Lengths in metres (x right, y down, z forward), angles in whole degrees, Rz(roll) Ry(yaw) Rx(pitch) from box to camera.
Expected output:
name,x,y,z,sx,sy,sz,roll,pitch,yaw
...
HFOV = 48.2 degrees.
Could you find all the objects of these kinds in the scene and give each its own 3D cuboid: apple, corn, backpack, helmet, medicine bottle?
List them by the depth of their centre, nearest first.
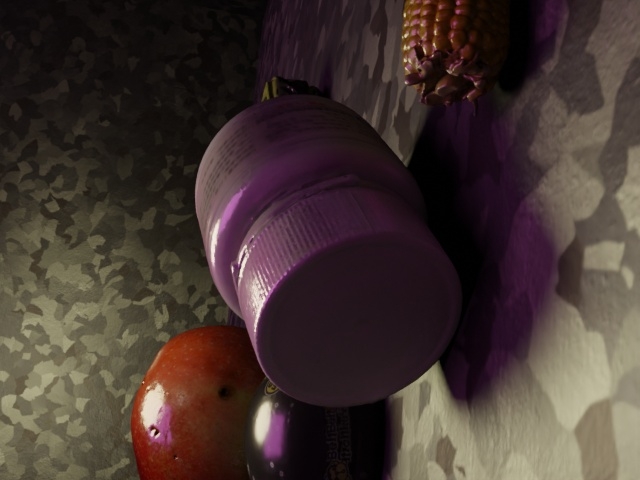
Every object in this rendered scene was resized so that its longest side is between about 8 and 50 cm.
name,x,y,z,sx,sy,sz,roll,pitch,yaw
corn,0.139,-0.274,0.712,0.106,0.106,0.305,125,155,-65
medicine bottle,0.000,0.000,0.805,0.325,0.256,0.256,-118,37,-56
helmet,-0.024,0.279,0.961,0.230,0.160,0.279,136,141,-69
apple,-0.171,0.322,1.233,0.348,0.276,0.349,11,-90,-77
backpack,-0.064,-0.223,1.557,0.207,0.139,0.253,110,157,-43
